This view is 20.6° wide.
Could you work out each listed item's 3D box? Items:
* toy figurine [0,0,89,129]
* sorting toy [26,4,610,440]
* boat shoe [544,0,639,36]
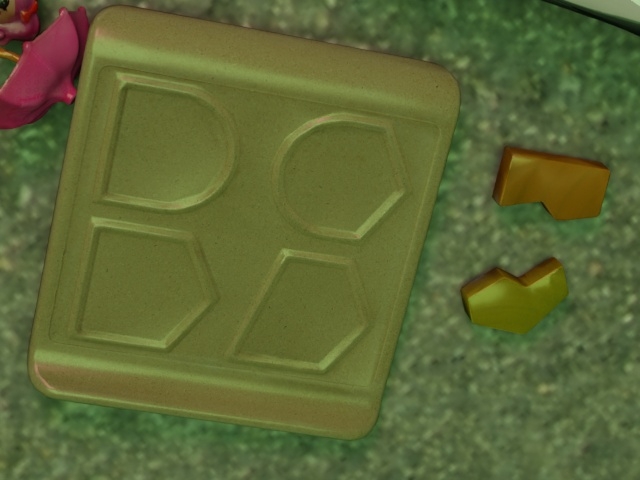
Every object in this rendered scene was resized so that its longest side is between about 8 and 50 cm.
[{"bbox_3d":[-0.207,-0.123,0.967,0.159,0.130,0.173,2,77,-16],"label":"toy figurine"},{"bbox_3d":[0.000,0.000,1.016,0.307,0.041,0.229,9,106,-12],"label":"sorting toy"},{"bbox_3d":[0.167,-0.196,0.946,0.367,0.136,0.156,20,97,4],"label":"boat shoe"}]
